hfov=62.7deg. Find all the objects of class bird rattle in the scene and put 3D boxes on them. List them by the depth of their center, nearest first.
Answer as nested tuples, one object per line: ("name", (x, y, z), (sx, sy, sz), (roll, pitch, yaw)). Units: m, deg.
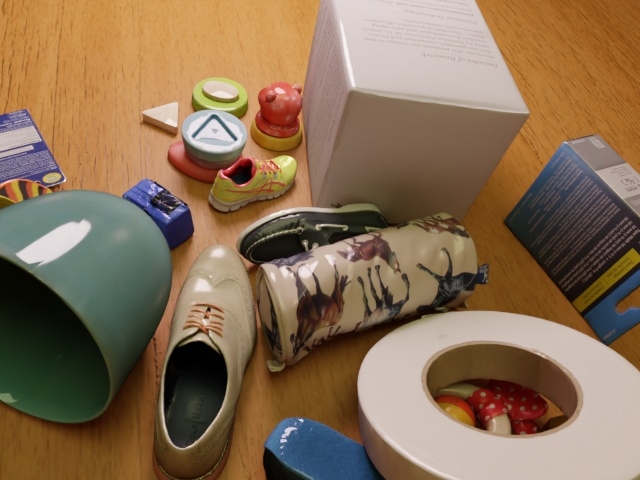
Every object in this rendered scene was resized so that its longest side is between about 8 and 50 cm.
("bird rattle", (0.231, 0.278, 0.803), (0.207, 0.143, 0.253), (15, 45, 20))

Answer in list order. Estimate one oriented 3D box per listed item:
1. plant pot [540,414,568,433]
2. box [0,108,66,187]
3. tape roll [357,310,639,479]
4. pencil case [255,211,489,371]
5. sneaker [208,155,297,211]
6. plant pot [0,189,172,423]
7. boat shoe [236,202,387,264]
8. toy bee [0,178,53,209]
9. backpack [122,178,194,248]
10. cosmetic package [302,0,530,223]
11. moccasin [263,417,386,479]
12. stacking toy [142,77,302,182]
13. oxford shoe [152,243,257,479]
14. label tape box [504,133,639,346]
("plant pot", (0.398, 0.324, 0.835), (0.083, 0.081, 0.081), (13, 49, 12))
("box", (-0.587, -0.155, 0.998), (0.137, 0.036, 0.225), (-24, 60, -28))
("tape roll", (0.243, 0.221, 0.723), (0.392, 0.071, 0.392), (-4, 21, 2))
("pencil case", (0.081, 0.081, 0.894), (0.411, 0.160, 0.183), (-15, 83, -23))
("sneaker", (-0.125, -0.132, 1.055), (0.209, 0.094, 0.081), (-31, 63, -33))
("plant pot", (-0.347, 0.064, 0.735), (0.293, 0.293, 0.235), (24, 36, 5))
("boat shoe", (0.000, 0.000, 0.969), (0.303, 0.114, 0.091), (-14, 52, -22))
("toy bee", (-0.543, -0.024, 0.803), (0.195, 0.162, 0.298), (-25, 28, 13))
("backpack", (-0.302, -0.048, 0.944), (0.120, 0.098, 0.101), (38, 57, 15))
("cosmetic package", (0.154, -0.281, 1.090), (0.328, 0.329, 0.393), (3, 53, -12))
("moccasin", (0.078, 0.360, 0.707), (0.342, 0.116, 0.138), (31, 39, 18))
("stacking toy", (-0.209, -0.286, 1.134), (0.279, 0.130, 0.309), (40, 54, 17))
("oxford shoe", (-0.161, 0.149, 0.789), (0.141, 0.146, 0.396), (4, 51, -10))
("label tape box", (0.547, -0.002, 1.024), (0.106, 0.240, 0.333), (-14, 58, -26))
